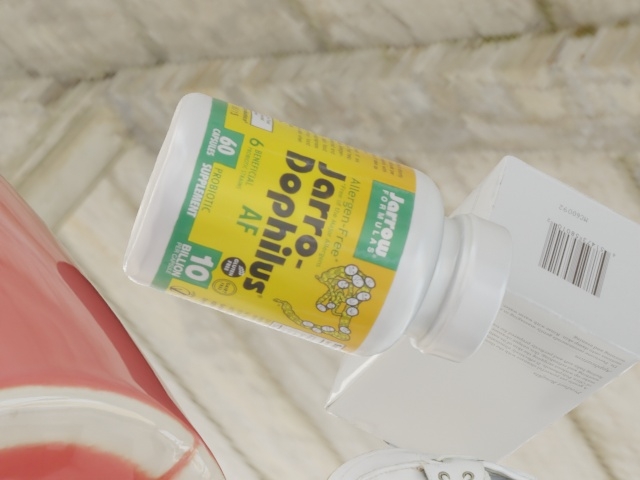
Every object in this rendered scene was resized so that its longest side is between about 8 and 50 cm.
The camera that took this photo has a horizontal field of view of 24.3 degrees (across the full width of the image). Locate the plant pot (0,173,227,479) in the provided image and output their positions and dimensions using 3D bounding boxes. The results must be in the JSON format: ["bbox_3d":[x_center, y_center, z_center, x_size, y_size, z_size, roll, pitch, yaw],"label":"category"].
[{"bbox_3d":[-0.174,0.103,0.585,0.243,0.275,0.275,28,-24,49],"label":"plant pot"}]

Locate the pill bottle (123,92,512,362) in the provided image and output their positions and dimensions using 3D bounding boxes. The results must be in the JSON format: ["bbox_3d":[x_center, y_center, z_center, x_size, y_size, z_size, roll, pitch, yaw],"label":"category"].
[{"bbox_3d":[0.000,0.000,0.872,0.208,0.118,0.117,20,-24,-9],"label":"pill bottle"}]

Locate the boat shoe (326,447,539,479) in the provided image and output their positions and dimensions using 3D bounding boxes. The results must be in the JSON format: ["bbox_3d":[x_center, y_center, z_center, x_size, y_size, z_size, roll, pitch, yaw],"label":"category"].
[{"bbox_3d":[0.122,0.237,1.355,0.277,0.098,0.096,5,-9,-42],"label":"boat shoe"}]

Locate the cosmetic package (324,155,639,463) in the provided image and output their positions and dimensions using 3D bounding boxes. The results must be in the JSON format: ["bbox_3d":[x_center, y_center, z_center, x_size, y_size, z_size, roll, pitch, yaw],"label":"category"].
[{"bbox_3d":[0.172,0.095,1.541,0.197,0.155,0.365,28,-34,-10],"label":"cosmetic package"}]
